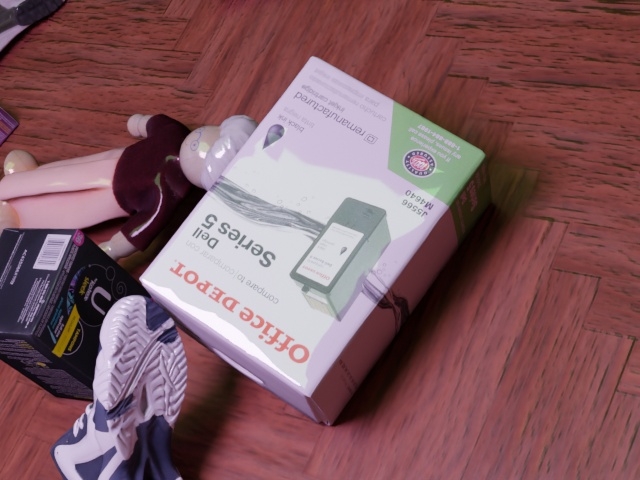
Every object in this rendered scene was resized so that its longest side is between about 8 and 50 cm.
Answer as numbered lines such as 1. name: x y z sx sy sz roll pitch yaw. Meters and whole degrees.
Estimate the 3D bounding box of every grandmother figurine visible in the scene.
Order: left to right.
1. grandmother figurine: -0.209 -0.065 1.387 0.342 0.104 0.207 -12 62 28

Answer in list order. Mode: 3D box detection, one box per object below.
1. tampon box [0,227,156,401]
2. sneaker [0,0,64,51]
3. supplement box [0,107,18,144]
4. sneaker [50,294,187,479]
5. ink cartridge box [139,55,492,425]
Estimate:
1. tampon box: -0.256 0.077 1.269 0.101 0.161 0.120 1 61 32
2. sneaker: -0.513 -0.303 1.727 0.410 0.158 0.182 -41 37 -9
3. supplement box: -0.438 -0.138 1.614 0.055 0.043 0.083 32 79 42
4. sneaker: -0.199 0.164 1.174 0.094 0.234 0.153 -18 15 -42
5. ink cartridge box: 0.000 0.000 1.160 0.198 0.115 0.273 32 77 19
